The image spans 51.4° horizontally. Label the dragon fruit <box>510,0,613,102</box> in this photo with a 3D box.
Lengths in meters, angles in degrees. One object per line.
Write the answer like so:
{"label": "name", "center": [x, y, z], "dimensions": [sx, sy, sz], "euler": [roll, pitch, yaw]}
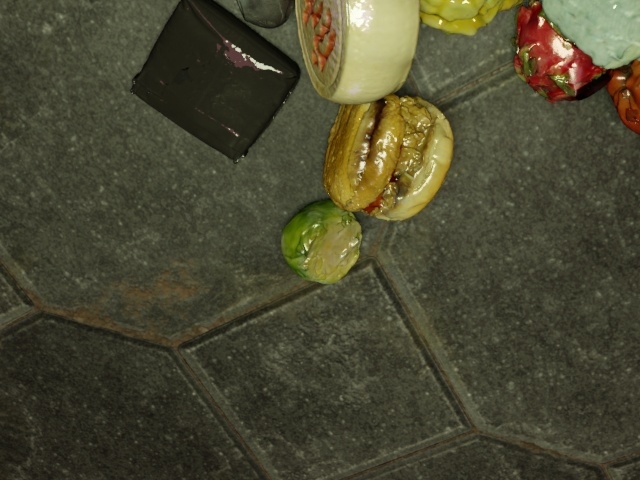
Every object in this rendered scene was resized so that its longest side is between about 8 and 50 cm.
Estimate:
{"label": "dragon fruit", "center": [0.390, -0.320, 1.070], "dimensions": [0.172, 0.160, 0.166], "euler": [49, 150, -12]}

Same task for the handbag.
{"label": "handbag", "center": [-0.188, -0.281, 1.171], "dimensions": [0.246, 0.080, 0.223], "euler": [35, 112, -10]}

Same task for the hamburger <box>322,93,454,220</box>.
{"label": "hamburger", "center": [0.106, -0.147, 1.135], "dimensions": [0.162, 0.244, 0.245], "euler": [10, 115, -17]}

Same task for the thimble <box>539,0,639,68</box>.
{"label": "thimble", "center": [0.425, -0.373, 0.925], "dimensions": [0.204, 0.250, 0.172], "euler": [5, 155, -22]}

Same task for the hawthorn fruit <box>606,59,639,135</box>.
{"label": "hawthorn fruit", "center": [0.608, -0.252, 1.065], "dimensions": [0.298, 0.211, 0.211], "euler": [9, 116, -19]}

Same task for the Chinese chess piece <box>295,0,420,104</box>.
{"label": "Chinese chess piece", "center": [0.047, -0.333, 0.959], "dimensions": [0.112, 0.270, 0.270], "euler": [-9, 115, -15]}

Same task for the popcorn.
{"label": "popcorn", "center": [0.202, -0.432, 0.993], "dimensions": [0.225, 0.249, 0.249], "euler": [9, 120, 38]}

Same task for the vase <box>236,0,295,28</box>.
{"label": "vase", "center": [-0.051, -0.424, 1.087], "dimensions": [0.182, 0.120, 0.120], "euler": [-22, 111, -3]}

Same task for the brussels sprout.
{"label": "brussels sprout", "center": [-0.005, -0.001, 1.263], "dimensions": [0.151, 0.122, 0.149], "euler": [-14, 126, -27]}
